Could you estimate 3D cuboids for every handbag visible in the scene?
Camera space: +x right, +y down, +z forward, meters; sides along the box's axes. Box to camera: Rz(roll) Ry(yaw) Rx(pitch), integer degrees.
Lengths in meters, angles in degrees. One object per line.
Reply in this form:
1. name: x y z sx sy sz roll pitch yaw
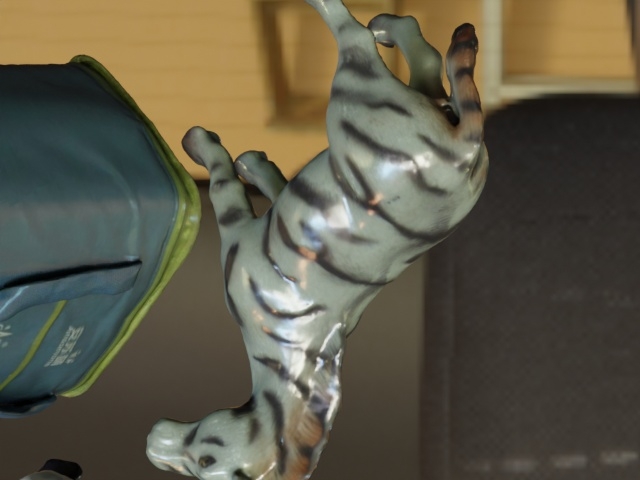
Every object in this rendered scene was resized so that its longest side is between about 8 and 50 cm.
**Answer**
1. handbag: -0.251 0.005 1.196 0.241 0.263 0.222 -8 -129 -50

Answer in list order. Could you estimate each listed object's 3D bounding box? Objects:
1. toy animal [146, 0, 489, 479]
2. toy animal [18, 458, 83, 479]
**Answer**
1. toy animal: -0.010 -0.006 0.835 0.090 0.255 0.170 10 -157 -40
2. toy animal: -0.166 0.308 1.028 0.194 0.258 0.357 -36 -175 16
